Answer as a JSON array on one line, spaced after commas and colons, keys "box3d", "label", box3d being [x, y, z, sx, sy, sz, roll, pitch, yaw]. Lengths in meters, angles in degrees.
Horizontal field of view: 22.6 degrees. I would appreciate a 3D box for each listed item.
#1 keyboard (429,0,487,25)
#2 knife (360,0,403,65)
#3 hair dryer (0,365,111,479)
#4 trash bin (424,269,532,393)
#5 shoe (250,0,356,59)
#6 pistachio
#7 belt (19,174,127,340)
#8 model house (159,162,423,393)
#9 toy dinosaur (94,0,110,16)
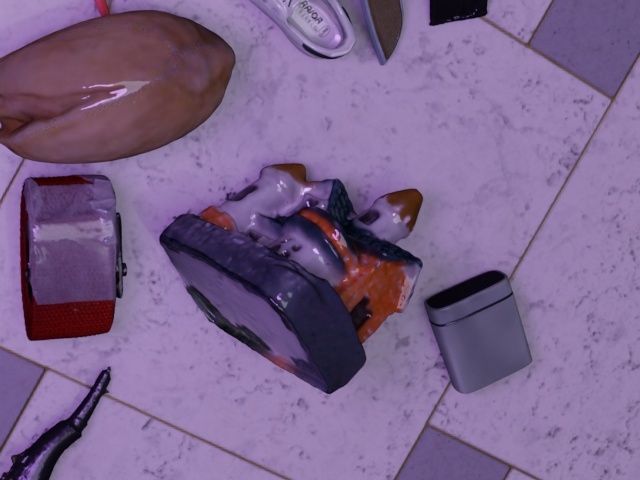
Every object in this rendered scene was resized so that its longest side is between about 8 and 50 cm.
[{"box3d": [0.174, -0.376, 1.955, 0.087, 0.017, 0.251, -11, 131, -14], "label": "keyboard"}, {"box3d": [0.059, -0.355, 1.910, 0.061, 0.027, 0.343, -34, 135, -23], "label": "knife"}, {"box3d": [-0.396, 0.276, 1.966, 0.303, 0.120, 0.359, 40, 79, -8], "label": "hair dryer"}, {"box3d": [0.210, 0.120, 2.119, 0.116, 0.059, 0.130, -24, 111, -10], "label": "trash bin"}, {"box3d": [-0.052, -0.313, 1.898, 0.265, 0.110, 0.095, 41, 90, -25], "label": "shoe"}, {"box3d": [-0.239, -0.175, 1.835, 0.293, 0.181, 0.162, -17, 100, -4], "label": "pistachio"}, {"box3d": [-0.290, 0.019, 1.895, 0.124, 0.128, 0.201, -3, 108, -18], "label": "belt"}, {"box3d": [0.000, 0.000, 1.931, 0.301, 0.271, 0.190, -39, 128, -22], "label": "model house"}, {"box3d": [-0.230, -0.405, 1.855, 0.139, 0.070, 0.286, -25, 113, -34], "label": "toy dinosaur"}]
